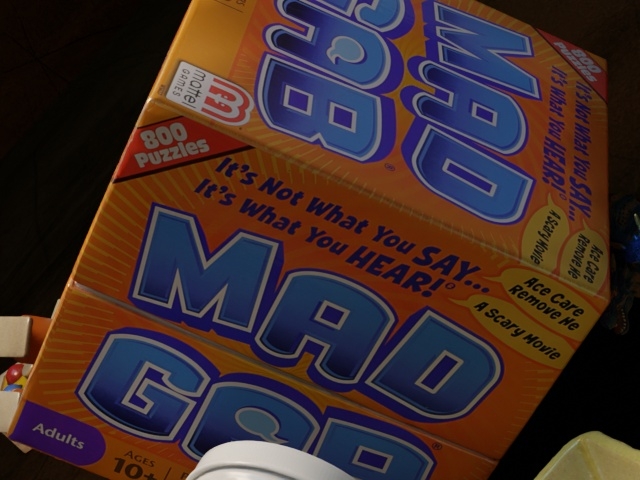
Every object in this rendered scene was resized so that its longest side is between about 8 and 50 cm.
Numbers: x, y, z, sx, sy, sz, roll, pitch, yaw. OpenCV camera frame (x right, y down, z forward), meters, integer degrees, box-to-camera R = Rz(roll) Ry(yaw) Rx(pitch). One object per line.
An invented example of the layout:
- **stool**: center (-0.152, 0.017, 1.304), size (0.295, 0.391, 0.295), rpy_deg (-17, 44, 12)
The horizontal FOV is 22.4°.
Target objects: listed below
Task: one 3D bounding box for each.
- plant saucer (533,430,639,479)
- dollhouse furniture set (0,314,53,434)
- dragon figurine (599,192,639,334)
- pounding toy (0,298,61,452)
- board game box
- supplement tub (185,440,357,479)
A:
- **plant saucer**: center (0.170, 0.303, 1.035), size (0.333, 0.081, 0.333), rpy_deg (-47, 23, -10)
- **dollhouse furniture set**: center (-0.211, 0.203, 1.676), size (0.135, 0.262, 0.259), rpy_deg (-5, 77, 54)
- **dragon figurine**: center (0.283, -0.010, 1.330), size (0.085, 0.144, 0.289), rpy_deg (-28, 26, 31)
- **pounding toy**: center (-0.367, 0.178, 2.146), size (0.141, 0.100, 0.130), rpy_deg (-37, 23, 15)
- **board game box**: center (0.000, 0.000, 1.351), size (0.356, 0.356, 0.356), rpy_deg (-77, 12, -54)
- **supplement tub**: center (-0.067, 0.291, 1.091), size (0.191, 0.191, 0.272), rpy_deg (-20, 31, 44)
